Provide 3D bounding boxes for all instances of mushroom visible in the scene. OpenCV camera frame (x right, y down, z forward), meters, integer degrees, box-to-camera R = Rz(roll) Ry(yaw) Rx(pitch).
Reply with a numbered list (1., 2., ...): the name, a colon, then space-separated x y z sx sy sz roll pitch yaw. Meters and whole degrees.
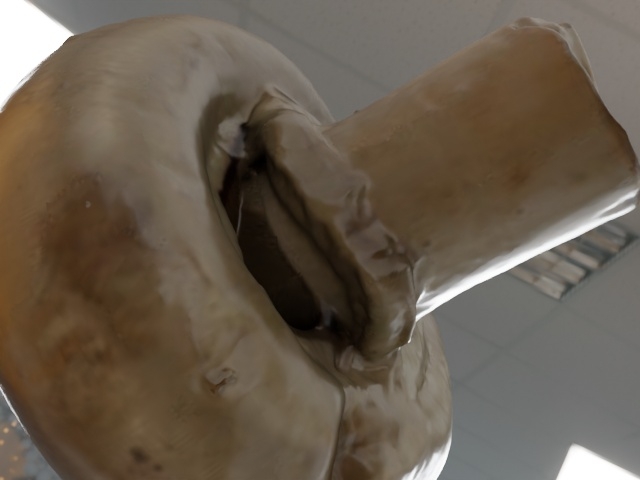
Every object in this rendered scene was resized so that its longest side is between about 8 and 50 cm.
1. mushroom: 0.000 0.000 0.424 0.290 0.293 0.292 -28 -54 23
